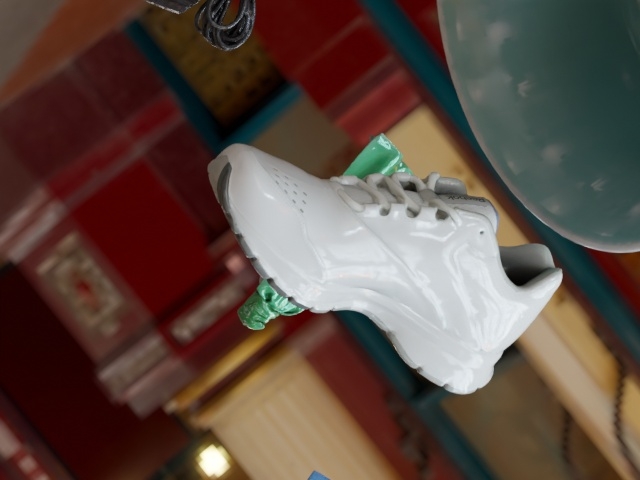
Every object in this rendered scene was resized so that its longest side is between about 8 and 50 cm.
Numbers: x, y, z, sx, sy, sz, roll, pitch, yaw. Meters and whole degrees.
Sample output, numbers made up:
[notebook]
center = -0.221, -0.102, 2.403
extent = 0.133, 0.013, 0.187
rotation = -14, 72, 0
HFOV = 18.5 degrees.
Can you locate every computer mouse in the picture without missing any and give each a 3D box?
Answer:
[computer mouse]
center = -0.177, -0.325, 2.121
extent = 0.072, 0.272, 0.189
rotation = 33, 75, -64

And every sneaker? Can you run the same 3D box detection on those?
[sneaker]
center = 0.046, -0.004, 1.376
extent = 0.129, 0.297, 0.111
rotation = -45, -140, 21

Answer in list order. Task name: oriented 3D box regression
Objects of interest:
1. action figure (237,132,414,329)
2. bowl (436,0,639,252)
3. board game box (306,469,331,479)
[action figure]
center = 0.000, 0.000, 2.003
extent = 0.232, 0.063, 0.137
rotation = -48, 144, -6
[bowl]
center = 0.233, -0.162, 1.358
extent = 0.163, 0.312, 0.311
rotation = -19, 171, -29
[board game box]
center = -0.063, 0.350, 1.973
extent = 0.160, 0.039, 0.211
rotation = -58, 180, 44
